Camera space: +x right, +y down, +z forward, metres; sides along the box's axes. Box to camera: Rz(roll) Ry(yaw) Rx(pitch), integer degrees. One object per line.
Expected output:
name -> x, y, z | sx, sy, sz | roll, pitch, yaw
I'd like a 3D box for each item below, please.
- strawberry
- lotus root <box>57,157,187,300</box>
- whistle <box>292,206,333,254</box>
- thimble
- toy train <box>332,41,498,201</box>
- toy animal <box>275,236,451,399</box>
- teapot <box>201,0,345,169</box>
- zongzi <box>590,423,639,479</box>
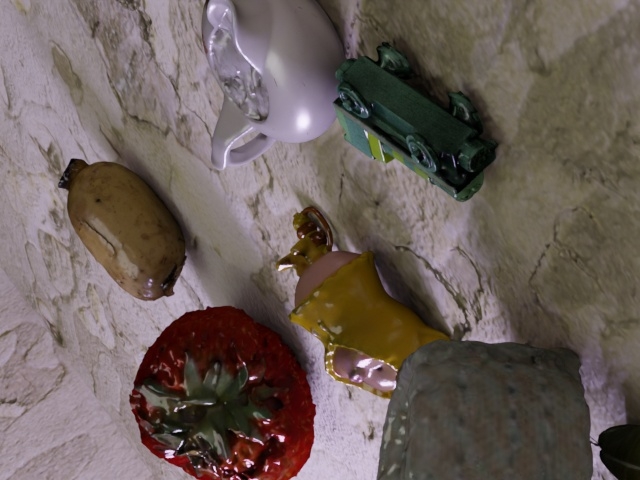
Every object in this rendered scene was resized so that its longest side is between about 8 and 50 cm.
strawberry -> -0.146, 0.250, 2.343 | 0.312, 0.267, 0.351 | 53, -176, -6
lotus root -> -0.328, -0.027, 2.466 | 0.284, 0.146, 0.160 | 46, 137, 10
whistle -> -0.004, 0.004, 1.951 | 0.109, 0.046, 0.057 | 57, 174, 14
thimble -> 0.166, 0.245, 1.583 | 0.291, 0.195, 0.291 | -175, 90, -85
toy train -> 0.098, -0.114, 1.527 | 0.200, 0.083, 0.132 | 42, 165, 33
toy animal -> 0.043, 0.092, 1.858 | 0.230, 0.156, 0.156 | 46, 158, 0
teapot -> -0.063, -0.193, 1.670 | 0.204, 0.139, 0.298 | 42, 154, 27
zongzi -> 0.325, 0.188, 1.523 | 0.154, 0.062, 0.130 | -129, 37, -60
